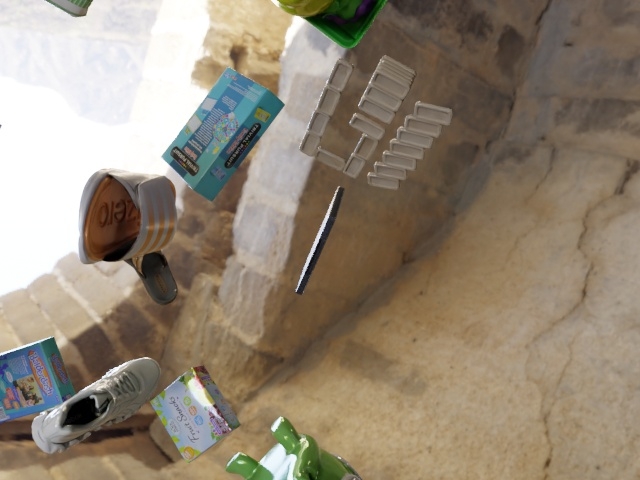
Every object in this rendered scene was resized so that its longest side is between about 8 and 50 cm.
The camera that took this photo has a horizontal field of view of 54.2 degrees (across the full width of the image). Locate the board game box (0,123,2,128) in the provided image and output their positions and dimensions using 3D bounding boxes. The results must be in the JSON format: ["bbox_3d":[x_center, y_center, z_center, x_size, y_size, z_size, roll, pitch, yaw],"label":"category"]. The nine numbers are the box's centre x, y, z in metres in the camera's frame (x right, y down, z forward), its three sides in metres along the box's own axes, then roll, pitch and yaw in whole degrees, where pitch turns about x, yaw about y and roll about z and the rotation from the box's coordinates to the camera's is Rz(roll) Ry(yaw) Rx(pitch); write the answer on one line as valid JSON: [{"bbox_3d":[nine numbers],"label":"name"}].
[{"bbox_3d":[-0.780,-0.190,1.216,0.305,0.192,0.053,21,172,22],"label":"board game box"}]

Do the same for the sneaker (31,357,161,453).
[{"bbox_3d":[-0.438,0.328,1.289,0.110,0.118,0.292,54,-138,4],"label":"sneaker"}]

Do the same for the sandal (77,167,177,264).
[{"bbox_3d":[-0.203,-0.038,0.752,0.076,0.101,0.265,7,-168,6],"label":"sandal"}]

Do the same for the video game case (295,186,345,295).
[{"bbox_3d":[0.000,0.000,1.797,0.026,0.274,0.196,21,-149,-2],"label":"video game case"}]

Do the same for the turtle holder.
[{"bbox_3d":[-0.015,0.379,0.828,0.227,0.320,0.243,37,-158,-6],"label":"turtle holder"}]

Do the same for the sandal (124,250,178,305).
[{"bbox_3d":[-0.384,0.048,1.379,0.090,0.219,0.060,-32,-169,-27],"label":"sandal"}]

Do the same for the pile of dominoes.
[{"bbox_3d":[0.087,-0.188,1.026,0.196,0.040,0.251,27,148,-3],"label":"pile of dominoes"}]

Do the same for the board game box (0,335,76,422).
[{"bbox_3d":[-0.695,0.331,1.479,0.210,0.160,0.047,-18,-178,21],"label":"board game box"}]

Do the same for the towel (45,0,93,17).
[{"bbox_3d":[-0.521,-0.582,1.172,0.248,0.038,0.325,28,145,-18],"label":"towel"}]

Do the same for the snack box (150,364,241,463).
[{"bbox_3d":[-0.352,0.487,1.758,0.207,0.174,0.070,55,-167,15],"label":"snack box"}]

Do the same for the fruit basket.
[{"bbox_3d":[-0.018,-0.611,1.384,0.392,0.282,0.392,35,180,0],"label":"fruit basket"}]

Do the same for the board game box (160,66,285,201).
[{"bbox_3d":[-0.283,-0.307,1.770,0.079,0.336,0.254,35,-176,-44],"label":"board game box"}]
